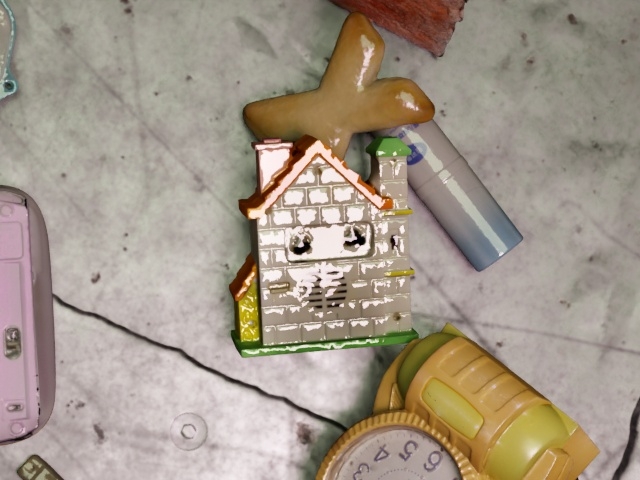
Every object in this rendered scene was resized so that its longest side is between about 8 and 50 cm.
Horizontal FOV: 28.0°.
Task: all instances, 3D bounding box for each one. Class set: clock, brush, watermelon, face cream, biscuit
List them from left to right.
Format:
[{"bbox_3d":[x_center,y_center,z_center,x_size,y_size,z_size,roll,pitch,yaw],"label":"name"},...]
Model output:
[{"bbox_3d":[-0.283,0.329,1.538,0.190,0.027,0.034,40,74,6],"label":"brush"},{"bbox_3d":[0.000,0.000,1.556,0.219,0.106,0.255,-4,99,-11],"label":"clock"},{"bbox_3d":[0.019,-0.160,1.602,0.208,0.047,0.164,-38,90,19],"label":"biscuit"},{"bbox_3d":[0.087,-0.349,1.618,0.231,0.310,0.193,8,78,-47],"label":"watermelon"},{"bbox_3d":[0.140,0.286,1.504,0.244,0.200,0.317,38,92,38],"label":"clock"},{"bbox_3d":[0.155,-0.079,1.642,0.077,0.077,0.250,-38,89,-13],"label":"face cream"}]

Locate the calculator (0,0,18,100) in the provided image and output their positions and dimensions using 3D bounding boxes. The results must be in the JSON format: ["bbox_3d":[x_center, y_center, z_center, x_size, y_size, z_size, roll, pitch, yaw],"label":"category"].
[{"bbox_3d":[-0.558,-0.237,1.558,0.386,0.054,0.256,15,79,-8],"label":"calculator"}]

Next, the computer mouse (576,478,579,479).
[{"bbox_3d":[0.243,0.371,1.589,0.137,0.086,0.270,25,80,-5],"label":"computer mouse"}]

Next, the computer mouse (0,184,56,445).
[{"bbox_3d":[-0.398,0.088,1.527,0.158,0.072,0.310,-3,83,-11],"label":"computer mouse"}]
